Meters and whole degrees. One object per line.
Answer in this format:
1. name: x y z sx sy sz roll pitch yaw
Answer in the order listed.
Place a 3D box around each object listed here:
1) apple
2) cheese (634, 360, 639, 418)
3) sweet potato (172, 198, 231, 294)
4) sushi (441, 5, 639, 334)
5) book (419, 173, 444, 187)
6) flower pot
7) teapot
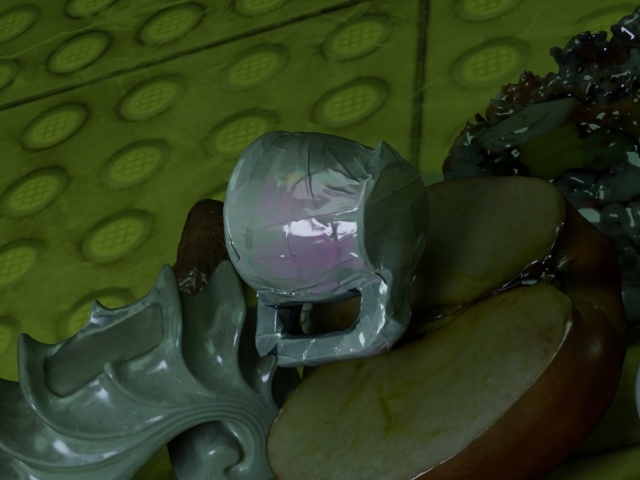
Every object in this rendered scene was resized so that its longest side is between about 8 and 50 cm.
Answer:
1. apple: 0.118 0.104 1.830 0.365 0.328 0.295 -23 -4 26
2. cheese: 0.384 0.138 1.736 0.189 0.154 0.198 -15 28 -14
3. sweet potato: -0.147 0.060 2.249 0.114 0.092 0.341 -32 26 37
4. sushi: 0.312 -0.081 2.049 0.418 0.176 0.417 -18 36 13
5. book: 0.136 -0.049 2.266 0.111 0.014 0.077 7 48 40
6. flower pot: -0.201 0.192 1.965 0.368 0.254 0.164 -24 34 2
7. teapot: 0.005 0.003 1.795 0.178 0.163 0.221 4 65 37
